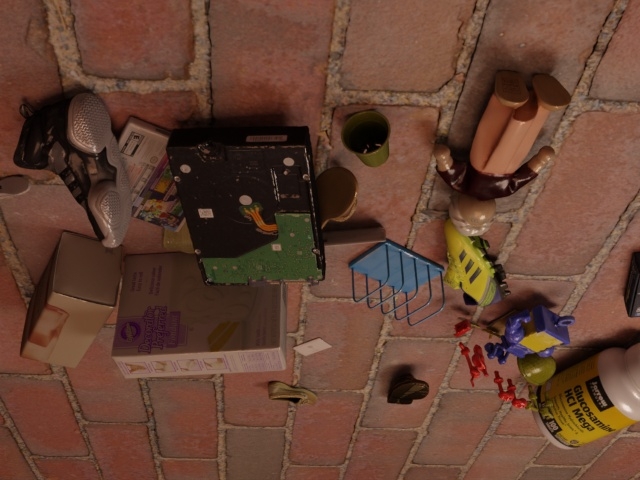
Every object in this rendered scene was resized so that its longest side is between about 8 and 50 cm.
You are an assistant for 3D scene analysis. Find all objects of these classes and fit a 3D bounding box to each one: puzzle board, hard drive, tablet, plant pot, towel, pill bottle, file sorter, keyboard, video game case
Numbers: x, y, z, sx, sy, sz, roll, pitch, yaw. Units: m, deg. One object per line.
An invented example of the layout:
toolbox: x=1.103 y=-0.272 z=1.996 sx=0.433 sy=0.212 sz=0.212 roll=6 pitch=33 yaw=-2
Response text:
puzzle board: x=0.470 y=0.202 z=1.935 sx=0.128 sy=0.011 sz=0.096 roll=21 pitch=138 yaw=-28
hard drive: x=-0.120 y=-0.052 z=1.444 sx=0.236 sy=0.064 sz=0.339 roll=-1 pitch=134 yaw=8
tablet: x=-0.020 y=0.263 z=2.014 sx=0.083 sy=0.006 sz=0.054 roll=-24 pitch=138 yaw=28
plant pot: x=0.083 y=-0.163 z=1.374 sx=0.083 sy=0.083 sz=0.079 roll=-9 pitch=156 yaw=12
towel: x=-0.256 y=-0.020 z=1.599 sx=0.110 sy=0.027 sz=0.148 roll=4 pitch=144 yaw=-8
pill bottle: x=0.703 y=0.380 z=2.036 sx=0.187 sy=0.188 sz=0.334 roll=21 pitch=139 yaw=-27
file sorter: x=0.161 y=0.094 z=1.700 sx=0.170 sy=0.105 sz=0.118 roll=25 pitch=138 yaw=-31
keyboard: x=0.000 y=0.000 z=1.600 sx=0.255 sy=0.072 sz=0.014 roll=-5 pitch=113 yaw=6
video game case: x=-0.292 y=-0.111 z=1.451 sx=0.183 sy=0.023 sz=0.201 roll=20 pitch=129 yaw=-27

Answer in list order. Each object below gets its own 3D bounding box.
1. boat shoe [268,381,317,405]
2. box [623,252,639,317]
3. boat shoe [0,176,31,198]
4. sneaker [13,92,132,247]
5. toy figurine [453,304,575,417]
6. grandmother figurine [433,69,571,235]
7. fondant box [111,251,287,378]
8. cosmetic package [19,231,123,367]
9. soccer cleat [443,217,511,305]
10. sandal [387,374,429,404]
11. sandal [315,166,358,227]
boat shoe: x=-0.075 y=0.422 z=2.198 sx=0.153 sy=0.048 sz=0.056 roll=26 pitch=137 yaw=-32
box: x=0.775 y=0.086 z=1.737 sx=0.232 sy=0.059 sz=0.183 roll=-7 pitch=143 yaw=7
boat shoe: x=-0.570 y=-0.092 z=1.494 sx=0.100 sy=0.035 sz=0.035 roll=-12 pitch=170 yaw=9
sneaker: x=-0.414 y=-0.113 z=1.368 sx=0.153 sy=0.101 sz=0.269 roll=0 pitch=118 yaw=14
toy figurine: x=0.497 y=0.247 z=1.842 sx=0.362 sy=0.191 sz=0.217 roll=28 pitch=129 yaw=-35
grandmother figurine: x=0.292 y=-0.131 z=1.398 sx=0.207 sy=0.104 sz=0.342 roll=10 pitch=141 yaw=0
fondant box: x=-0.234 y=0.142 z=1.644 sx=0.330 sy=0.238 sz=0.096 roll=-4 pitch=145 yaw=5
cosmetic package: x=-0.520 y=0.130 z=1.699 sx=0.129 sy=0.153 sz=0.296 roll=17 pitch=140 yaw=-24
soccer cleat: x=0.294 y=0.054 z=1.653 sx=0.121 sy=0.093 sz=0.289 roll=-21 pitch=141 yaw=17
sandal: x=0.227 y=0.388 z=2.157 sx=0.089 sy=0.060 sz=0.219 roll=8 pitch=158 yaw=-2
sandal: x=0.028 y=-0.072 z=1.513 sx=0.079 sy=0.088 sz=0.240 roll=-17 pitch=164 yaw=-35
